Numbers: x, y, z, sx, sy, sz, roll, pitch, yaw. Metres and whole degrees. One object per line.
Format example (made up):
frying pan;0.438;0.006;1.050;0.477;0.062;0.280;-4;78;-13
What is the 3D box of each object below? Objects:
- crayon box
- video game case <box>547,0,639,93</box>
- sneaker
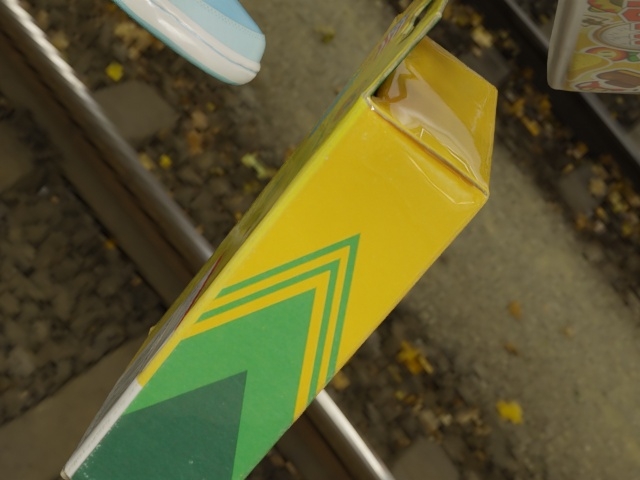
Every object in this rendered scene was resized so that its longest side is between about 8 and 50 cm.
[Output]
crayon box;0.000;0.000;0.776;0.081;0.318;0.202;37;22;-5
video game case;0.188;-0.082;0.488;0.227;0.206;0.026;43;51;-81
sneaker;-0.116;-0.288;1.113;0.319;0.208;0.127;43;5;-21
